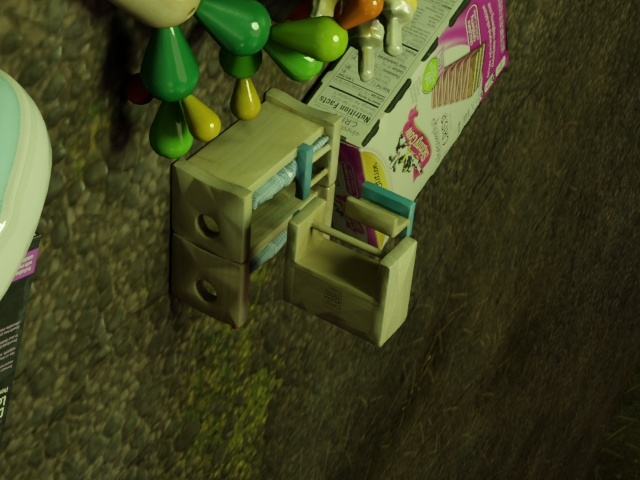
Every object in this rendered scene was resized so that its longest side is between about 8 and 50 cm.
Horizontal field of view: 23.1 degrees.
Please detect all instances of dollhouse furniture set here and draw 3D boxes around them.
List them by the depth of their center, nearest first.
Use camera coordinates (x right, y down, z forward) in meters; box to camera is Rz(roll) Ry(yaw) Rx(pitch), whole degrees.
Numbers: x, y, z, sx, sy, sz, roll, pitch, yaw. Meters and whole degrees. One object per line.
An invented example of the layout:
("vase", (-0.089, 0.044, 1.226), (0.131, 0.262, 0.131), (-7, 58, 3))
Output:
("dollhouse furniture set", (0.000, 0.000, 1.161), (0.129, 0.183, 0.129), (-43, 149, -42))

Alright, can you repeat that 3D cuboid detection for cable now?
("cable", (0.029, -0.249, 1.084), (0.072, 0.139, 0.287), (24, 73, -37))

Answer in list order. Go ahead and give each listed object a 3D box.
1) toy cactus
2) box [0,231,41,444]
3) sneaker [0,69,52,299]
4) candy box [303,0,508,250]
("toy cactus", (-0.066, -0.151, 0.969), (0.180, 0.112, 0.219), (20, 131, -39))
("box", (-0.228, 0.076, 0.949), (0.116, 0.029, 0.162), (-26, 137, -56))
("sneaker", (-0.257, 0.019, 0.693), (0.366, 0.135, 0.150), (-51, 157, -31))
("candy box", (0.075, -0.129, 1.338), (0.233, 0.071, 0.159), (-54, 156, -22))
